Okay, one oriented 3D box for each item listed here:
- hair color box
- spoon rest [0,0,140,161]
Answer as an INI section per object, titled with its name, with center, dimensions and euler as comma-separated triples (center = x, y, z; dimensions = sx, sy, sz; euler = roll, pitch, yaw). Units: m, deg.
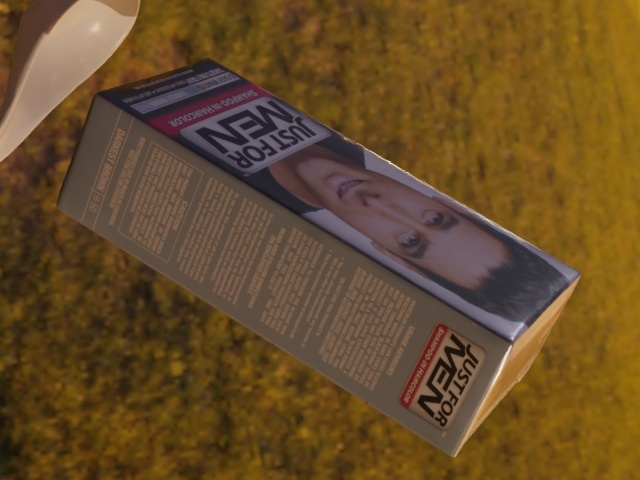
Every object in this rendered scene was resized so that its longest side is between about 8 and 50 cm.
[hair color box]
center = 0.000, 0.000, 1.186
dimensions = 0.185, 0.374, 0.114
euler = -33, 151, -60
[spoon rest]
center = -0.271, -0.142, 1.348
dimensions = 0.084, 0.276, 0.137
euler = 50, -7, 14
